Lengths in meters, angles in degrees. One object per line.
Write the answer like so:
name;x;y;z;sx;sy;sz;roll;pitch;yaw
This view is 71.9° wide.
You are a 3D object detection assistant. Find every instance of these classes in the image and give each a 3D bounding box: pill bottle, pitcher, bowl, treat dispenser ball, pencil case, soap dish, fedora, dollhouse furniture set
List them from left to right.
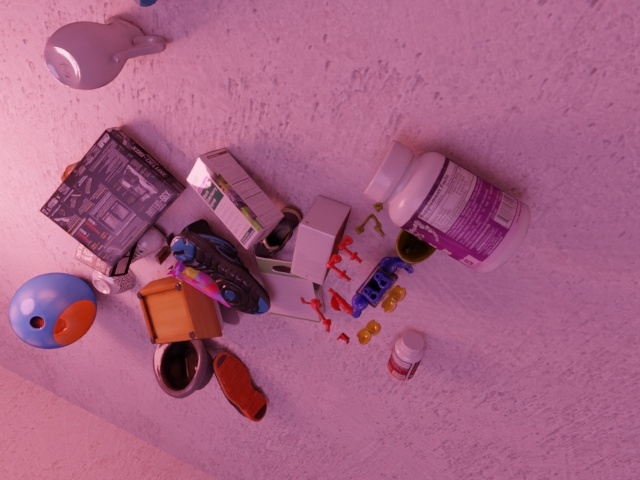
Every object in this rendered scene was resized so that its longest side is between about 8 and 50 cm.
treat dispenser ball;-1.007;0.264;1.671;0.288;0.288;0.288;13;131;15
pitcher;-0.443;-0.395;0.922;0.178;0.207;0.125;10;131;16
bowl;-0.769;0.141;1.604;0.170;0.080;0.170;12;131;14
dollhouse furniture set;-0.440;0.049;1.354;0.081;0.114;0.091;7;127;14
soap dish;-0.469;0.229;1.459;0.291;0.118;0.228;-14;92;35
fedora;-0.509;0.476;1.701;0.275;0.243;0.124;27;175;38
pencil case;-0.342;0.118;1.342;0.236;0.104;0.104;33;135;-24
pill bottle;0.252;0.337;1.289;0.086;0.086;0.152;19;132;10
pill bottle;0.247;-0.073;0.894;0.302;0.169;0.169;30;133;0

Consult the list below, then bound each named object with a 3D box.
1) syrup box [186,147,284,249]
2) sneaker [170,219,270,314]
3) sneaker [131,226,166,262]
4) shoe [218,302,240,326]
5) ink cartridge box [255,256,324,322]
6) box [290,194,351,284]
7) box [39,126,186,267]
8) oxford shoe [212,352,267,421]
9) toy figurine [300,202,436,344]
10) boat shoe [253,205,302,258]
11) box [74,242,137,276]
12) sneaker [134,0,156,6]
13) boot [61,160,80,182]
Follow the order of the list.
syrup box;-0.212;-0.106;1.090;0.237;0.096;0.093;48;130;4
sneaker;-0.262;0.075;1.280;0.125;0.139;0.341;-34;109;31
sneaker;-0.587;0.029;1.417;0.235;0.095;0.090;-25;112;36
shoe;-0.358;0.261;1.528;0.178;0.063;0.081;25;135;11
ink cartridge box;-0.085;0.134;1.298;0.171;0.056;0.235;7;128;19
box;0.000;0.000;1.096;0.091;0.130;0.170;21;133;8
box;-0.564;-0.114;1.207;0.242;0.076;0.307;42;103;-13
oxford shoe;-0.348;0.582;1.746;0.133;0.130;0.363;0;125;36
toy figurine;0.135;0.073;1.100;0.191;0.217;0.362;36;91;11
boat shoe;-0.130;-0.007;1.188;0.080;0.073;0.223;39;133;-9
box;-0.648;0.000;1.350;0.147;0.077;0.180;23;99;15
sneaker;-0.356;-0.569;0.829;0.092;0.087;0.228;16;125;21
boot;-0.686;-0.151;1.340;0.152;0.073;0.197;-13;122;42
